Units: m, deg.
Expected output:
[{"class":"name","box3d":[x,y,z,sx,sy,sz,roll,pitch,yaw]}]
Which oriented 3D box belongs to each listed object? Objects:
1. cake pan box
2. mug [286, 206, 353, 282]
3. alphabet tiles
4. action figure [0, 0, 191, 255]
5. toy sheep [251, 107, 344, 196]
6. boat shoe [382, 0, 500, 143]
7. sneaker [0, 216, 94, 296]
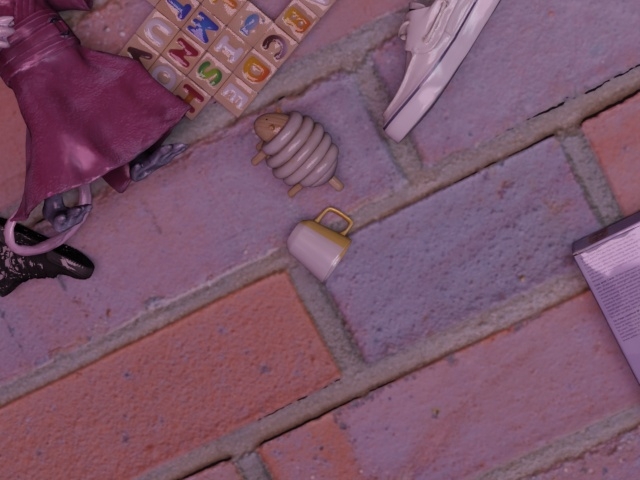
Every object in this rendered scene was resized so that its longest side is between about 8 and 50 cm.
[{"class":"cake pan box","box3d":[0.463,0.057,1.778,0.267,0.070,0.246,-28,101,15]},{"class":"mug","box3d":[-0.002,0.003,1.827,0.064,0.078,0.062,34,135,6]},{"class":"alphabet tiles","box3d":[-0.124,-0.264,1.782,0.198,0.009,0.237,40,108,-6]},{"class":"action figure","box3d":[-0.317,-0.212,1.770,0.370,0.248,0.276,55,143,5]},{"class":"toy sheep","box3d":[-0.024,-0.102,1.788,0.132,0.091,0.091,38,102,-18]},{"class":"boat shoe","box3d":[0.134,-0.241,1.741,0.088,0.096,0.267,32,101,1]},{"class":"sneaker","box3d":[-0.365,0.032,1.858,0.170,0.051,0.089,25,103,4]}]
